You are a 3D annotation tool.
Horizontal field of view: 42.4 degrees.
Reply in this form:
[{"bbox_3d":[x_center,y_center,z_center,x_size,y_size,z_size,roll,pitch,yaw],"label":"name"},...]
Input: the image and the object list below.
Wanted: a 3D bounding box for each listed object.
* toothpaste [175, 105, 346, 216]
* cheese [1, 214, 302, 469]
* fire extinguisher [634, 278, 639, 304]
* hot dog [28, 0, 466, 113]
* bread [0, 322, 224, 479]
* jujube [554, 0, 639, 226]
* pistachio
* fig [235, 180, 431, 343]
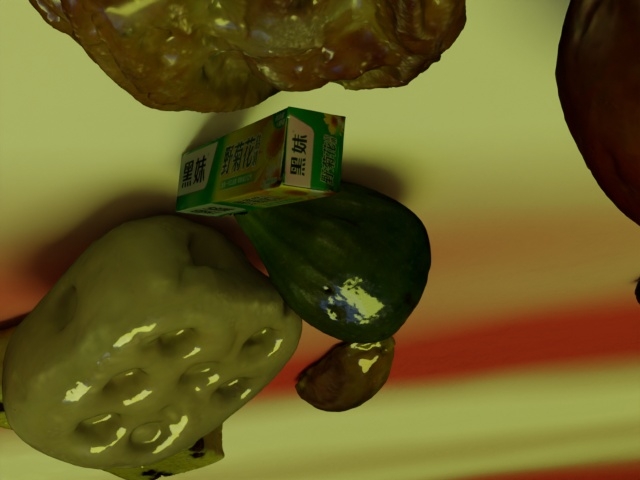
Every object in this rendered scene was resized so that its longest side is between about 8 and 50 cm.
[{"bbox_3d":[-0.042,-0.041,0.489,0.037,0.043,0.178,6,175,-27],"label":"toothpaste"},{"bbox_3d":[-0.129,0.075,0.642,0.235,0.117,0.218,-16,143,-29],"label":"cheese"},{"bbox_3d":[0.395,0.057,0.879,0.132,0.039,0.056,7,156,-26],"label":"fire extinguisher"},{"bbox_3d":[-0.027,-0.126,0.346,0.175,0.114,0.259,-14,150,12],"label":"hot dog"},{"bbox_3d":[-0.226,0.179,0.873,0.138,0.077,0.361,-15,150,9],"label":"bread"},{"bbox_3d":[0.268,-0.083,0.421,0.318,0.223,0.223,11,146,-39],"label":"jujube"},{"bbox_3d":[0.036,0.162,0.947,0.089,0.049,0.173,7,147,-29],"label":"pistachio"},{"bbox_3d":[0.000,0.000,0.598,0.177,0.117,0.117,33,134,-22],"label":"fig"}]
